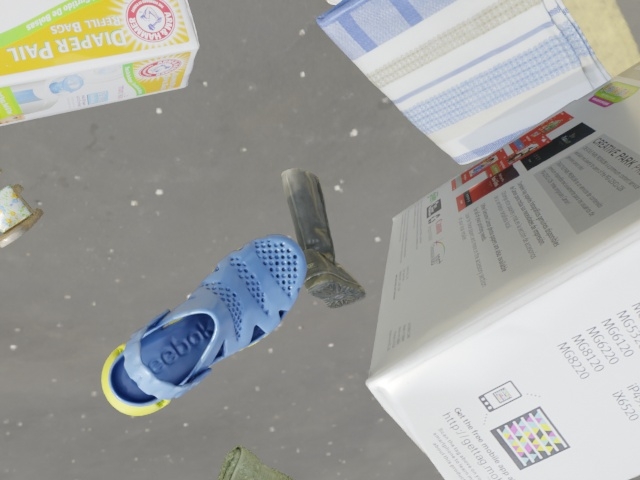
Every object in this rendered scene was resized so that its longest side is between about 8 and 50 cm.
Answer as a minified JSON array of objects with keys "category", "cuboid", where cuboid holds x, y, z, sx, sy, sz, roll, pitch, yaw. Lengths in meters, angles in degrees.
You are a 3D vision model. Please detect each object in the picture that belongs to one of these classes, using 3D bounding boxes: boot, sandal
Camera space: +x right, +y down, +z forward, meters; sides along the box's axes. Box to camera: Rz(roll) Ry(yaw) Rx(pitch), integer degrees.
[{"category":"boot","cuboid":[0.002,-0.001,1.034,0.076,0.208,0.189,-24,153,11]},{"category":"sandal","cuboid":[-0.138,0.106,0.789,0.317,0.126,0.138,-43,180,-18]}]

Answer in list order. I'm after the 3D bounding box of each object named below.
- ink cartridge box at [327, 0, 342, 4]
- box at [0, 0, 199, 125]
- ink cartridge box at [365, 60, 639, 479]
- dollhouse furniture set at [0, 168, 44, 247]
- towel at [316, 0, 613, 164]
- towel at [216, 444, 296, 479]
[{"category":"ink cartridge box","cuboid":[0.105,-0.451,0.949,0.148,0.085,0.203,10,159,-18]},{"category":"box","cuboid":[-0.220,-0.176,0.526,0.203,0.103,0.114,-18,-179,-20]},{"category":"ink cartridge box","cuboid":[0.188,0.004,0.437,0.272,0.309,0.130,-34,100,19]},{"category":"dollhouse furniture set","cuboid":[-0.482,-0.036,0.670,0.242,0.161,0.212,-33,110,-1]},{"category":"towel","cuboid":[0.163,-0.193,0.648,0.209,0.034,0.285,-22,139,37]},{"category":"towel","cuboid":[-0.080,0.311,0.663,0.110,0.148,0.027,41,137,-23]}]
